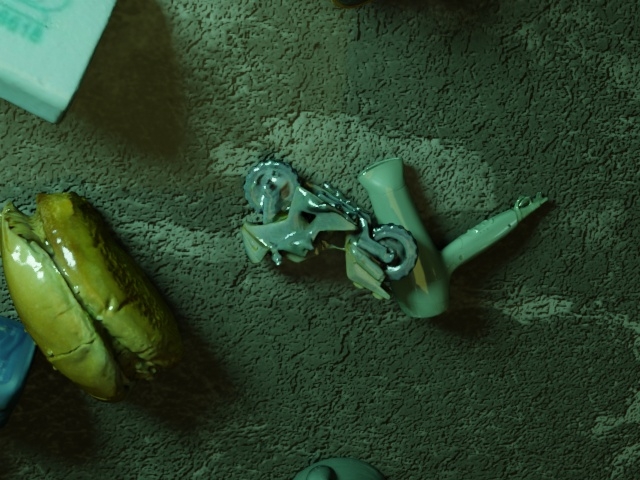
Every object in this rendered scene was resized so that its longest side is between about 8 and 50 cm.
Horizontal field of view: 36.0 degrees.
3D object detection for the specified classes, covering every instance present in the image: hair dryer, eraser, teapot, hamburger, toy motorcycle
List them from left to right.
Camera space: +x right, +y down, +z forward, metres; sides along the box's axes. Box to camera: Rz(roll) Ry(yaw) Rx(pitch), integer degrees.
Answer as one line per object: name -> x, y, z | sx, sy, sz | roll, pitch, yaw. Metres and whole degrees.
eraser -> -0.359, -0.262, 0.989 | 0.290, 0.104, 0.189 | 26, 57, -20
hamburger -> -0.272, 0.078, 1.133 | 0.144, 0.156, 0.283 | -33, 115, 1
toy motorcycle -> 0.000, 0.000, 1.191 | 0.229, 0.094, 0.130 | 29, 101, 3
teapot -> 0.039, 0.406, 1.324 | 0.162, 0.149, 0.239 | -24, 112, -5
hair dryer -> 0.181, -0.032, 1.254 | 0.237, 0.075, 0.206 | -22, 106, -12

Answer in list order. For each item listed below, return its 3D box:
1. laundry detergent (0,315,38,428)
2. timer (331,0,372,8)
laundry detergent -> -0.472, 0.109, 1.105 | 0.289, 0.143, 0.094 | 24, 125, -19
timer -> 0.001, -0.394, 1.020 | 0.233, 0.240, 0.233 | -25, 148, -17
